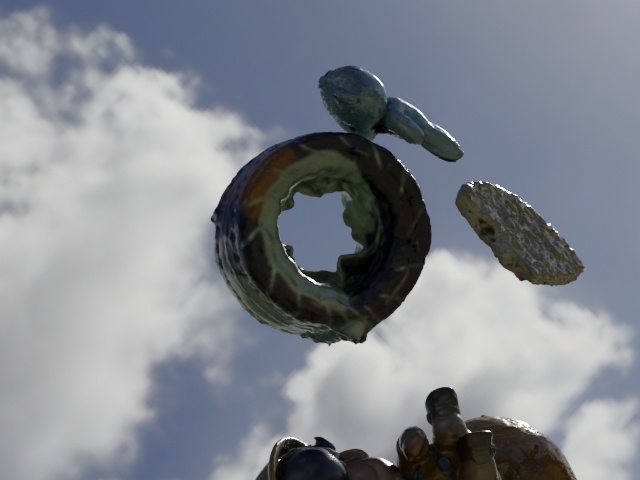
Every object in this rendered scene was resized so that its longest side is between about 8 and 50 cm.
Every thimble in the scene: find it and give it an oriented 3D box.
[{"bbox_3d":[0.000,0.000,1.846,0.237,0.237,0.150,-33,7,-19],"label":"thimble"}]

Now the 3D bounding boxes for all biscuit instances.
[{"bbox_3d":[0.298,-0.002,2.487,0.265,0.188,0.040,32,-58,-26],"label":"biscuit"}]

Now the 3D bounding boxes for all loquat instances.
[{"bbox_3d":[0.254,0.350,2.344,0.193,0.238,0.238,-29,-35,-24],"label":"loquat"}]

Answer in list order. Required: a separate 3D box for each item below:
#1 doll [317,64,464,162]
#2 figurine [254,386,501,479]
[{"bbox_3d":[0.072,-0.130,1.886,0.180,0.120,0.075,36,-86,-16],"label":"doll"},{"bbox_3d":[0.050,0.262,1.598,0.257,0.192,0.167,-17,-37,-11],"label":"figurine"}]
